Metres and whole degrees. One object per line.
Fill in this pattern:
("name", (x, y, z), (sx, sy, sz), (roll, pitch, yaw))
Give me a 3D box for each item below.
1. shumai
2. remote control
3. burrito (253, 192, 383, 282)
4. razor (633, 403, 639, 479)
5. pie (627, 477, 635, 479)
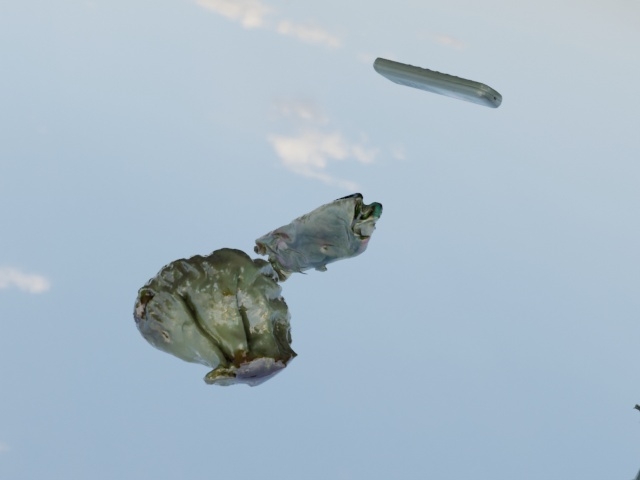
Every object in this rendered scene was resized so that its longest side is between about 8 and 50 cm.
("shumai", (-0.119, 0.110, 1.445), (0.184, 0.184, 0.142), (7, -126, -19))
("remote control", (0.109, -0.148, 1.209), (0.124, 0.018, 0.053), (19, 179, 31))
("burrito", (-0.001, -0.004, 2.002), (0.096, 0.309, 0.066), (51, -125, -11))
("razor", (0.289, 0.220, 1.153), (0.068, 0.135, 0.040), (19, 165, 34))
("pie", (0.346, 0.324, 1.430), (0.308, 0.308, 0.085), (-6, -120, -44))
